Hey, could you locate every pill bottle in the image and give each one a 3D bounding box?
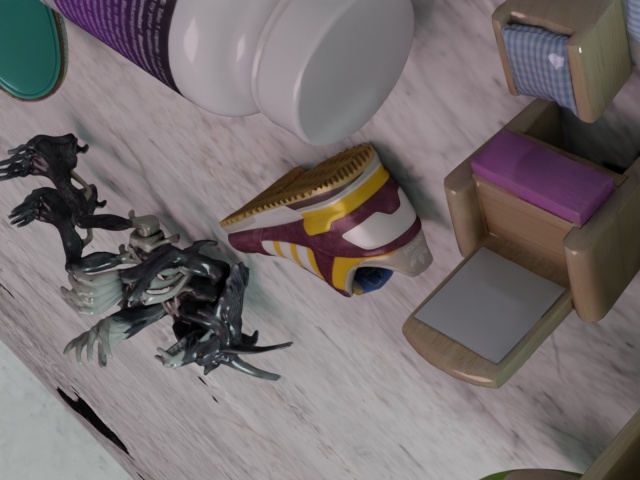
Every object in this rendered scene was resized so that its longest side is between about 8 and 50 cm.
[{"bbox_3d":[-0.054,-0.124,0.616,0.193,0.108,0.108,35,157,27],"label":"pill bottle"}]

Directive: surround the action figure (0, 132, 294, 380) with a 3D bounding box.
[{"bbox_3d":[-0.159,0.039,1.092,0.276,0.141,0.164,41,148,19],"label":"action figure"}]

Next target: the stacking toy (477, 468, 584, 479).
[{"bbox_3d":[0.106,0.152,0.690,0.279,0.309,0.130,-126,39,-68],"label":"stacking toy"}]

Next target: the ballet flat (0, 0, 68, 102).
[{"bbox_3d":[-0.247,-0.201,0.920,0.221,0.077,0.079,59,175,-20],"label":"ballet flat"}]

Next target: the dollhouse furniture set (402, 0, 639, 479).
[{"bbox_3d":[0.102,-0.015,0.390,0.286,0.198,0.303,30,154,37],"label":"dollhouse furniture set"}]

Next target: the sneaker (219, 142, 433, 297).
[{"bbox_3d":[0.000,0.000,0.804,0.084,0.069,0.185,55,160,-9],"label":"sneaker"}]
